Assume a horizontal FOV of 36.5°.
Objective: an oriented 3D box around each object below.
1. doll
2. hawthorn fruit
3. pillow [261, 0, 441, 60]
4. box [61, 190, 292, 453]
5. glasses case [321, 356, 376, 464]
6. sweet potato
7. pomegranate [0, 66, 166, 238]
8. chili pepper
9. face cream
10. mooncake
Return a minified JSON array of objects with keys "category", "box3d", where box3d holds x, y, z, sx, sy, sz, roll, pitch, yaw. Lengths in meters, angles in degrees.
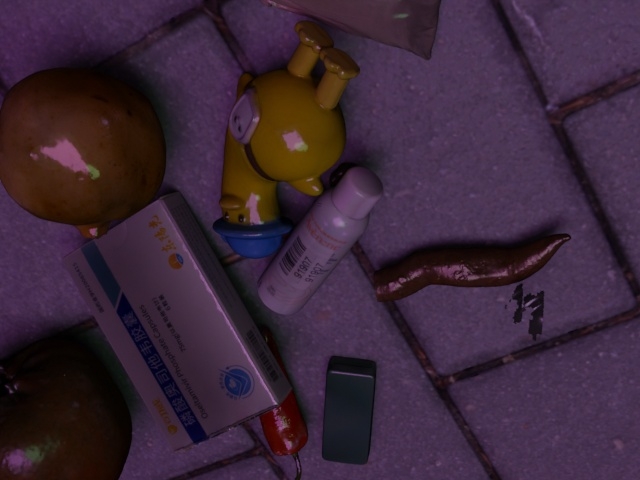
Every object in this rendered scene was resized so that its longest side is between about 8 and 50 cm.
[{"category":"doll","box3d":[-0.062,-0.124,1.302,0.199,0.145,0.363,53,133,25]},{"category":"hawthorn fruit","box3d":[-0.428,0.318,1.536,0.267,0.268,0.301,-15,119,18]},{"category":"pillow","box3d":[0.034,-0.339,1.191,0.270,0.067,0.173,18,126,0]},{"category":"box","box3d":[-0.212,0.124,1.436,0.200,0.065,0.343,-29,93,21]},{"category":"glasses case","box3d":[0.045,0.272,1.543,0.077,0.039,0.184,6,119,6]},{"category":"sweet potato","box3d":[0.214,0.037,1.372,0.281,0.059,0.067,-9,105,14]},{"category":"pomegranate","box3d":[-0.315,-0.123,1.290,0.233,0.233,0.233,4,119,8]},{"category":"chili pepper","box3d":[-0.067,0.262,1.543,0.071,0.063,0.272,-10,105,17]},{"category":"face cream","box3d":[0.000,0.000,1.346,0.082,0.082,0.269,30,133,-7]},{"category":"mooncake","box3d":[0.160,0.008,1.331,0.346,0.057,0.150,22,126,22]}]
